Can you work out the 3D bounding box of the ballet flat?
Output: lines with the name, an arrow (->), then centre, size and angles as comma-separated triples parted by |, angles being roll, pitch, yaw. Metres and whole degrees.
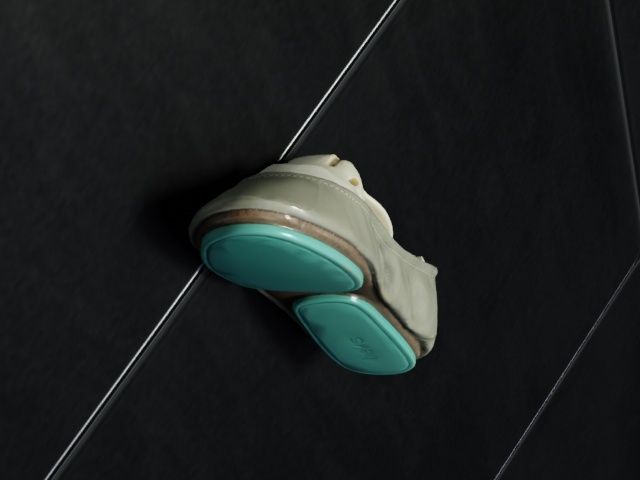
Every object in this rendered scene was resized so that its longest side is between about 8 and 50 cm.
ballet flat -> 0.000, 0.000, 0.712 | 0.213, 0.072, 0.068 | 47, 45, -64
